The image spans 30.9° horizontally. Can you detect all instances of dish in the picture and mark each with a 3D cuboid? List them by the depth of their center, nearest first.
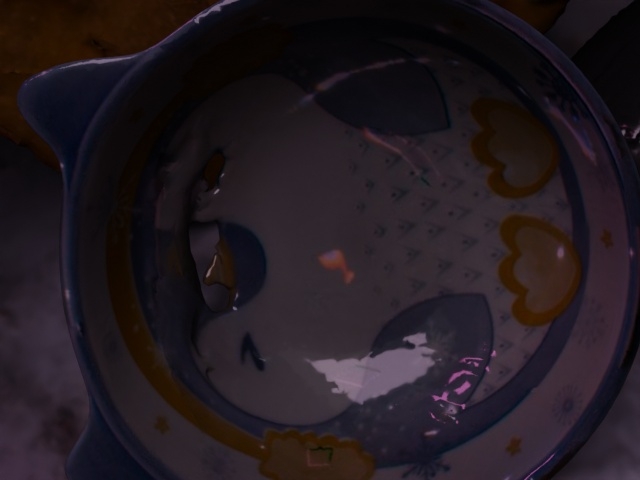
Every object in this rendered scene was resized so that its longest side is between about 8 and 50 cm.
[{"bbox_3d":[0.000,0.000,0.434,0.227,0.086,0.236,19,102,-2],"label":"dish"}]

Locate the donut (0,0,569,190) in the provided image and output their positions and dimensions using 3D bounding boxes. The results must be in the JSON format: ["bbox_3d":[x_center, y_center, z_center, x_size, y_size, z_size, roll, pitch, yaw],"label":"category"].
[{"bbox_3d":[-0.024,-0.142,0.438,0.277,0.278,0.109,-13,47,5],"label":"donut"}]

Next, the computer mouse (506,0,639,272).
[{"bbox_3d":[0.167,-0.055,0.456,0.217,0.073,0.122,-33,64,-6],"label":"computer mouse"}]
